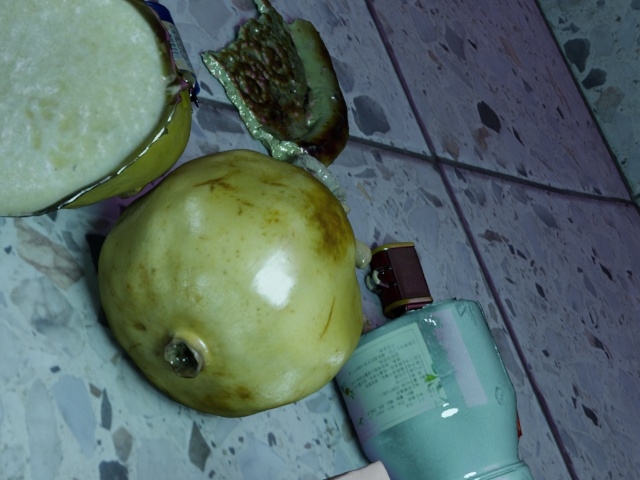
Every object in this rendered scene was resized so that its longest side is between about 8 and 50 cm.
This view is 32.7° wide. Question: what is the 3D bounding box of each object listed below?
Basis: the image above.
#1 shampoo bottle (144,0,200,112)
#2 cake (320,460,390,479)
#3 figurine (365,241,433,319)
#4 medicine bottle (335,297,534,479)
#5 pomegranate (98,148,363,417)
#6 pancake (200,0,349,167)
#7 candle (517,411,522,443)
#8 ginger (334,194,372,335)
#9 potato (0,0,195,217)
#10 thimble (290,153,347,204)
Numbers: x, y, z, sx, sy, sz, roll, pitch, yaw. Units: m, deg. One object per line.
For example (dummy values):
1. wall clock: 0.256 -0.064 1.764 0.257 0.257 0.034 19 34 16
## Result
1. shampoo bottle: -0.233 -0.276 1.662 0.087 0.050 0.183 4 59 -58
2. cake: -0.054 0.400 1.053 0.293 0.306 0.314 -10 72 -61
3. figurine: 0.126 0.080 1.865 0.098 0.082 0.154 8 56 -38
4. medicine bottle: 0.176 0.263 1.591 0.245 0.245 0.290 5 58 -55
5. pomegranate: -0.107 0.058 1.322 0.332 0.332 0.333 37 36 -33
6. pancake: -0.052 -0.286 1.935 0.305 0.067 0.427 47 33 -16
7. candle: 0.337 0.323 1.981 0.052 0.052 0.131 32 40 -38
8. ginger: 0.015 0.038 1.661 0.259 0.149 0.065 55 4 -3
9. potato: -0.343 -0.146 1.255 0.296 0.397 0.290 143 -59 -78
10. thimble: -0.023 -0.071 1.740 0.102 0.090 0.115 30 27 -36
